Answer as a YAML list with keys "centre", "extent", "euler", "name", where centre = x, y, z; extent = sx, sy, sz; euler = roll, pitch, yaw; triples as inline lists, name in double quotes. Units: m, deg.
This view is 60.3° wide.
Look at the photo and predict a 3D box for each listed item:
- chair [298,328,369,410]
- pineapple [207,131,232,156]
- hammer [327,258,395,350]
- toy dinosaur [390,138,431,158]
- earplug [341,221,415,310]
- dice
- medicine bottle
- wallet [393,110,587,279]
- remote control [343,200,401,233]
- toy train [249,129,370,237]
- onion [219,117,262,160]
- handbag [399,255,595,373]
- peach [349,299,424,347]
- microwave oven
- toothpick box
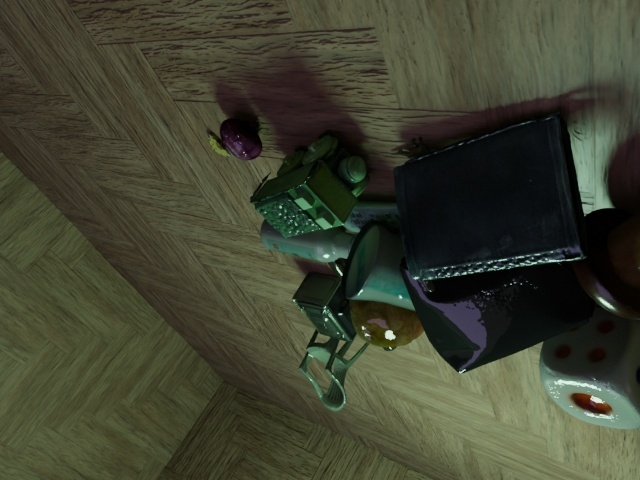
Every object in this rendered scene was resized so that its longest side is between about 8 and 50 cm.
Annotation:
- centre: [0.049, 0.417, 1.908]
  extent: [0.190, 0.275, 0.203]
  euler: [42, 154, -17]
  name: "chair"
- centre: [-0.268, -0.248, 1.457]
  extent: [0.083, 0.019, 0.045]
  euler: [42, 146, -13]
  name: "pineapple"
- centre: [0.113, 0.169, 1.638]
  extent: [0.168, 0.044, 0.440]
  euler: [3, 134, 50]
  name: "hammer"
- centre: [0.186, -0.168, 1.085]
  extent: [0.060, 0.029, 0.119]
  euler: [37, 155, -31]
  name: "toy dinosaur"
- centre: [0.231, 0.094, 1.287]
  extent: [0.324, 0.185, 0.185]
  euler: [20, 156, -16]
  name: "earplug"
- centre: [0.592, 0.265, 1.157]
  extent: [0.194, 0.192, 0.193]
  euler: [45, 150, -23]
  name: "dice"
- centre: [0.000, 0.000, 1.463]
  extent: [0.351, 0.110, 0.110]
  euler: [12, 145, 36]
  name: "medicine bottle"
- centre: [0.283, -0.063, 0.966]
  extent: [0.342, 0.075, 0.237]
  euler: [-15, 84, 49]
  name: "wallet"
- centre: [0.151, -0.058, 1.270]
  extent: [0.293, 0.051, 0.103]
  euler: [6, 150, 39]
  name: "remote control"
- centre: [-0.020, -0.114, 1.217]
  extent: [0.159, 0.188, 0.271]
  euler: [45, 149, -23]
  name: "toy train"
- centre: [-0.184, -0.244, 1.298]
  extent: [0.115, 0.115, 0.104]
  euler: [42, 107, -15]
  name: "onion"
- centre: [0.340, 0.094, 1.136]
  extent: [0.342, 0.152, 0.288]
  euler: [-30, 108, 23]
  name: "handbag"
- centre: [0.168, 0.155, 1.425]
  extent: [0.214, 0.214, 0.236]
  euler: [-10, 99, 53]
  name: "peach"
- centre: [0.030, 0.219, 1.765]
  extent: [0.163, 0.129, 0.205]
  euler: [8, 144, 43]
  name: "microwave oven"
- centre: [0.517, -0.001, 0.821]
  extent: [0.192, 0.192, 0.294]
  euler: [34, 148, -1]
  name: "toothpick box"
